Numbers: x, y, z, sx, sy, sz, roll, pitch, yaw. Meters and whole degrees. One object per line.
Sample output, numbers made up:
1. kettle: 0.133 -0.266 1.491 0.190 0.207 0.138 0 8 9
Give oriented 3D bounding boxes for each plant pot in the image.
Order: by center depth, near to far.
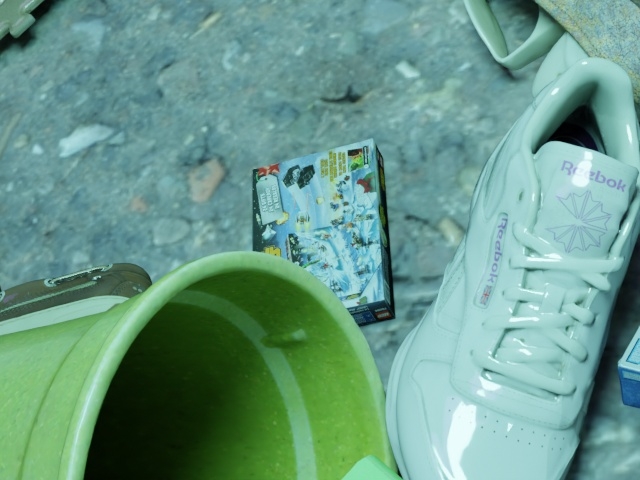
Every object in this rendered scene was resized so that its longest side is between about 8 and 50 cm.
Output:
1. plant pot: -0.134 0.150 0.836 0.254 0.276 0.276 -5 56 36

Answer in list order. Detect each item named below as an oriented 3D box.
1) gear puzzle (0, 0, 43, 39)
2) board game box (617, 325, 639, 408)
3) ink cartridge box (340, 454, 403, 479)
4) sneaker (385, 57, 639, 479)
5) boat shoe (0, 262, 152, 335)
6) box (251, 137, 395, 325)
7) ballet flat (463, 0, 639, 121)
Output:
1. gear puzzle: -0.269 -0.241 1.283 0.339 0.044 0.175 -43 53 -3
2. board game box: 0.271 0.028 0.819 0.136 0.035 0.201 13 49 31
3. ink cartridge box: 0.105 0.252 0.671 0.115 0.198 0.273 -45 51 -8
4. sneaker: 0.117 0.027 0.840 0.114 0.152 0.305 17 64 0
5. boat shoe: -0.231 0.079 1.024 0.257 0.095 0.095 -13 40 9
6. box: 0.000 0.000 0.999 0.094 0.027 0.137 -13 54 15
7. ballet flat: 0.175 -0.144 0.985 0.106 0.107 0.316 -49 44 14
